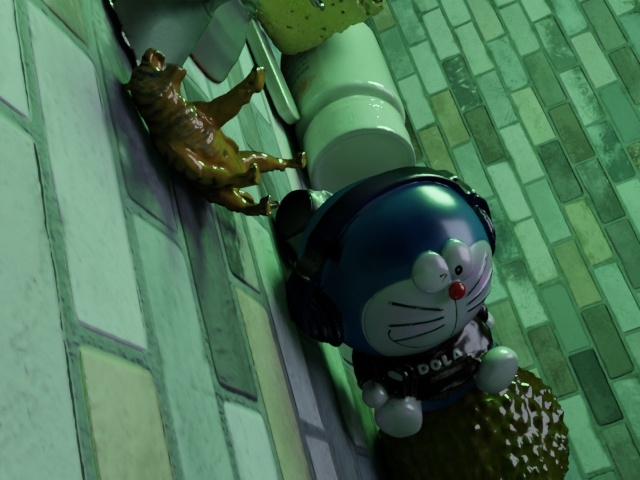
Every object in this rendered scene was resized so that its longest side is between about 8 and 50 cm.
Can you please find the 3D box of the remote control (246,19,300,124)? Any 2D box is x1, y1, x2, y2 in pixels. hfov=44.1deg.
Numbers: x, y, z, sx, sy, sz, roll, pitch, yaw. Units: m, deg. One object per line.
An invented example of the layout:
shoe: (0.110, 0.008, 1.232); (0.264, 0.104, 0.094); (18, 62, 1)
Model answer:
remote control: (-0.087, -0.295, 1.397); (0.190, 0.029, 0.087); (67, 9, 9)

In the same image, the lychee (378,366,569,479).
lychee: (0.214, 0.278, 1.128); (0.270, 0.270, 0.320); (60, -2, -42)

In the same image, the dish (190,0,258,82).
dish: (-0.146, -0.339, 1.012); (0.260, 0.085, 0.260); (-21, 90, -81)

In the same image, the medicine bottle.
medicine bottle: (0.046, -0.251, 1.505); (0.211, 0.211, 0.371); (58, 14, -46)

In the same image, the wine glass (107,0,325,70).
wine glass: (-0.095, -0.227, 0.755); (0.122, 0.183, 0.122); (-20, 90, -81)

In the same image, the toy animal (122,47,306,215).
toy animal: (-0.089, -0.068, 0.762); (0.255, 0.116, 0.114); (61, 34, -63)

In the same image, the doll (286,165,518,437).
doll: (0.102, 0.060, 0.979); (0.240, 0.284, 0.310); (38, -25, 50)

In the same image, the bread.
bread: (-0.050, -0.537, 1.438); (0.315, 0.279, 0.248); (67, 8, -47)

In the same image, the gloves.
gloves: (0.004, 0.000, 1.120); (0.229, 0.097, 0.119); (56, 45, -69)
